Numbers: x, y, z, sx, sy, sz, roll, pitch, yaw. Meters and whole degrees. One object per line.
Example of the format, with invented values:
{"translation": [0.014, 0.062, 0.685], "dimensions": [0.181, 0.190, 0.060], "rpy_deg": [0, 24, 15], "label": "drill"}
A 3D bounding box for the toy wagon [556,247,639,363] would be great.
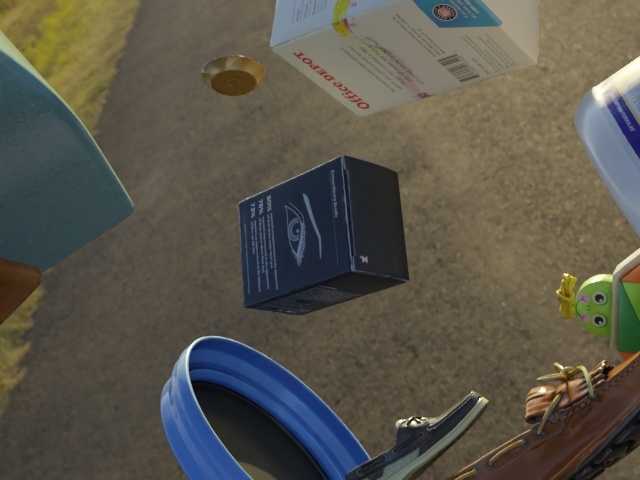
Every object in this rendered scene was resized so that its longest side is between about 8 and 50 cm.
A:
{"translation": [0.477, 0.102, 1.246], "dimensions": [0.344, 0.267, 0.068], "rpy_deg": [5, 19, 24], "label": "toy wagon"}

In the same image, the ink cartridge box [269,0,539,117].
{"translation": [0.107, -0.309, 1.202], "dimensions": [0.270, 0.198, 0.197], "rpy_deg": [-12, 61, 37], "label": "ink cartridge box"}

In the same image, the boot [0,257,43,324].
{"translation": [-0.294, 0.008, 0.729], "dimensions": [0.096, 0.280, 0.264], "rpy_deg": [36, 88, 25], "label": "boot"}

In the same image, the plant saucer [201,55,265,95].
{"translation": [-0.114, -0.211, 1.253], "dimensions": [0.083, 0.083, 0.015], "rpy_deg": [-21, 60, 33], "label": "plant saucer"}

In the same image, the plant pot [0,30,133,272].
{"translation": [-0.371, -0.108, 0.927], "dimensions": [0.247, 0.252, 0.248], "rpy_deg": [-35, 61, -18], "label": "plant pot"}

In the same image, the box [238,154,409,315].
{"translation": [0.000, 0.000, 1.239], "dimensions": [0.207, 0.108, 0.153], "rpy_deg": [-19, 68, 42], "label": "box"}

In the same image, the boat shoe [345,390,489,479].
{"translation": [0.126, 0.272, 1.290], "dimensions": [0.223, 0.073, 0.080], "rpy_deg": [-43, -15, 4], "label": "boat shoe"}

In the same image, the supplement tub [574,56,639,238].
{"translation": [0.411, -0.109, 0.794], "dimensions": [0.331, 0.241, 0.241], "rpy_deg": [-35, 24, 22], "label": "supplement tub"}

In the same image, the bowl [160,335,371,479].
{"translation": [-0.060, 0.299, 1.338], "dimensions": [0.077, 0.391, 0.391], "rpy_deg": [-47, 22, 13], "label": "bowl"}

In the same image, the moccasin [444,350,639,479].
{"translation": [0.296, 0.225, 1.173], "dimensions": [0.380, 0.139, 0.147], "rpy_deg": [-48, 60, 19], "label": "moccasin"}
